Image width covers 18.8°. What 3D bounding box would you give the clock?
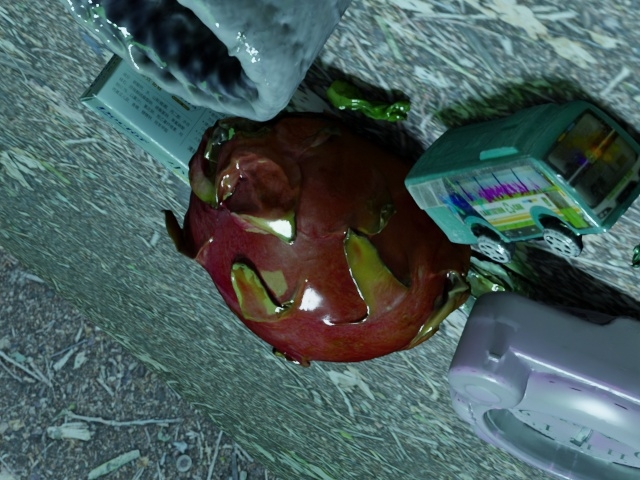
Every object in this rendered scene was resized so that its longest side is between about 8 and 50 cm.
[{"bbox_3d":[0.271,0.170,1.905,0.295,0.113,0.322,21,163,9],"label":"clock"}]

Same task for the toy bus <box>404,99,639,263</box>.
[{"bbox_3d":[0.166,-0.048,1.569,0.109,0.091,0.261,45,161,-14],"label":"toy bus"}]

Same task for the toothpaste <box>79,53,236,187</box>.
[{"bbox_3d":[-0.100,-0.085,2.002,0.313,0.089,0.071,38,170,-18],"label":"toothpaste"}]

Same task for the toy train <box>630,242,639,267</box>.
[{"bbox_3d":[0.274,-0.013,1.474,0.038,0.071,0.148,31,164,3],"label":"toy train"}]

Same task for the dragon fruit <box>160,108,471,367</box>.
[{"bbox_3d":[0.002,0.001,1.810,0.250,0.250,0.315,26,179,28],"label":"dragon fruit"}]

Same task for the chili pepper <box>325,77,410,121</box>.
[{"bbox_3d":[0.043,-0.120,1.707,0.091,0.030,0.034,20,135,35],"label":"chili pepper"}]

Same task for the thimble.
[{"bbox_3d":[-0.093,-0.220,1.442,0.245,0.157,0.217,36,162,-11],"label":"thimble"}]

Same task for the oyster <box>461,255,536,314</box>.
[{"bbox_3d":[0.166,0.038,1.952,0.100,0.037,0.098,53,147,7],"label":"oyster"}]
